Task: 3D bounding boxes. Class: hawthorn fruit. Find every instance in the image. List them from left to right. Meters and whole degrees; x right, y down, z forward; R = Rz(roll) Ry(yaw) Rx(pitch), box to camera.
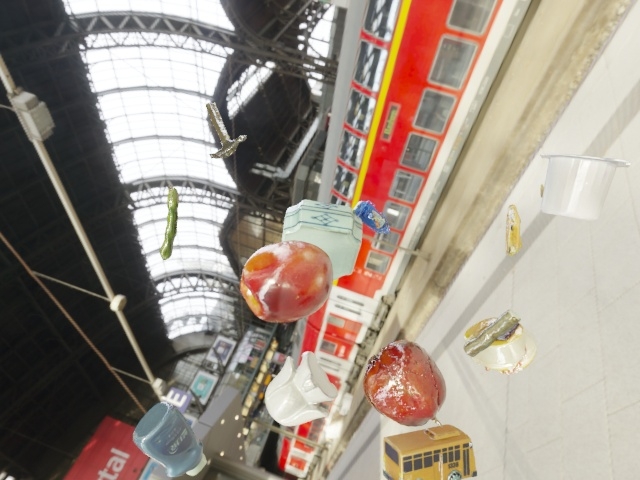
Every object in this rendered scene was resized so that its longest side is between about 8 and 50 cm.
[{"bbox_3d":[0.161,0.268,0.780,0.148,0.172,0.148,-43,-17,-17],"label":"hawthorn fruit"}]

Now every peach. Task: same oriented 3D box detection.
[{"bbox_3d":[-0.082,0.099,1.083,0.243,0.243,0.200,-50,-51,-74],"label":"peach"}]

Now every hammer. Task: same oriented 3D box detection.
[{"bbox_3d":[-0.302,-0.342,1.277,0.027,0.125,0.297,48,-169,-48],"label":"hammer"}]

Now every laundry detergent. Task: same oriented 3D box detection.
[{"bbox_3d":[-0.446,0.639,1.325,0.143,0.094,0.290,-55,-48,-41],"label":"laundry detergent"}]

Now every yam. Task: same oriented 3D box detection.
[{"bbox_3d":[0.607,0.331,1.519,0.253,0.061,0.061,-58,4,38],"label":"yam"}]

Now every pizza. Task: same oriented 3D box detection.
[{"bbox_3d":[0.516,-0.021,1.140,0.099,0.035,0.160,73,-152,-46],"label":"pizza"}]

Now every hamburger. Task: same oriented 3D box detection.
[{"bbox_3d":[0.728,0.426,1.739,0.227,0.151,0.295,-34,8,-15],"label":"hamburger"}]

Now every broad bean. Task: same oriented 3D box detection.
[{"bbox_3d":[-0.495,-0.052,1.405,0.052,0.052,0.256,-22,-55,-66],"label":"broad bean"}]

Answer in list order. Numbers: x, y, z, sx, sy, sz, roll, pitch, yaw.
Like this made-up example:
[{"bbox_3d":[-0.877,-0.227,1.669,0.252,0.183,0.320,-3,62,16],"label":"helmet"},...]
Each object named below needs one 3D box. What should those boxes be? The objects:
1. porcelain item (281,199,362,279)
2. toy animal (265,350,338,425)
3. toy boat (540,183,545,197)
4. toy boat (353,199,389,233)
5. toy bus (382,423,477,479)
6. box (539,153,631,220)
[{"bbox_3d":[0.000,0.000,1.550,0.286,0.281,0.157,100,176,-46],"label":"porcelain item"},{"bbox_3d":[-0.101,0.605,1.694,0.265,0.272,0.206,-34,-6,11],"label":"toy animal"},{"bbox_3d":[0.962,-0.166,1.702,0.206,0.064,0.072,53,140,44],"label":"toy boat"},{"bbox_3d":[0.214,-0.079,1.648,0.091,0.175,0.110,-54,23,-8],"label":"toy boat"},{"bbox_3d":[0.250,0.495,0.982,0.098,0.200,0.114,178,89,-72],"label":"toy bus"},{"bbox_3d":[0.889,-0.175,1.451,0.291,0.262,0.207,-139,57,-71],"label":"box"}]
